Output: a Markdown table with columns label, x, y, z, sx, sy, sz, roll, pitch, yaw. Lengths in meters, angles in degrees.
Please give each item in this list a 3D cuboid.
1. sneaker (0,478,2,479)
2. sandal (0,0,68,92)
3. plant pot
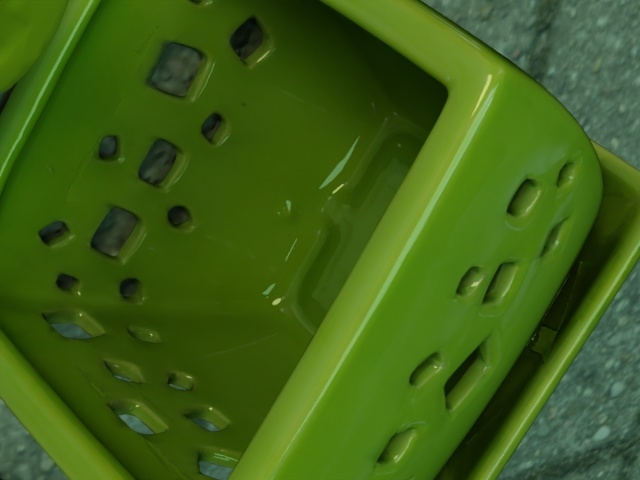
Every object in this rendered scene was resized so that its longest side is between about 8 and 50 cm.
| label | x | y | z | sx | sy | sz | roll | pitch | yaw |
| --- | --- | --- | --- | --- | --- | --- | --- | --- | --- |
| sneaker | -0.232 | 0.143 | 0.601 | 0.145 | 0.090 | 0.270 | -41 | 132 | -5 |
| sandal | -0.241 | -0.041 | 0.450 | 0.317 | 0.138 | 0.126 | -39 | 173 | -3 |
| plant pot | 0.000 | 0.000 | 0.588 | 0.207 | 0.227 | 0.228 | 16 | 108 | -50 |
